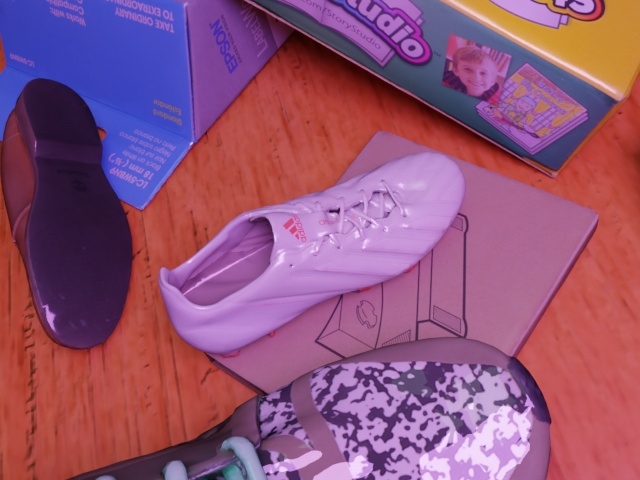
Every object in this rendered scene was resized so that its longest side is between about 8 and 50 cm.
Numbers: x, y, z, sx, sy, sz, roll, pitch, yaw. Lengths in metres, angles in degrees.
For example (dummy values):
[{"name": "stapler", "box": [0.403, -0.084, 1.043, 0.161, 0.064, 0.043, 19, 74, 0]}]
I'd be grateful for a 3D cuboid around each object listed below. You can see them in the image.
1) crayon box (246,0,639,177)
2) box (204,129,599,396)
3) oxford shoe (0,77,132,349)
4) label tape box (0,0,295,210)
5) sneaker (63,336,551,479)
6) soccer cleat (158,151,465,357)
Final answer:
[{"name": "crayon box", "box": [0.085, -0.269, 0.533, 0.362, 0.106, 0.313, 31, 68, 5]}, {"name": "box", "box": [0.048, 0.031, 0.468, 0.164, 0.021, 0.201, 27, 68, 29]}, {"name": "oxford shoe", "box": [-0.188, -0.011, 0.542, 0.076, 0.076, 0.212, -39, 55, 33]}, {"name": "label tape box", "box": [-0.145, -0.216, 0.635, 0.240, 0.106, 0.334, 24, 65, 27]}, {"name": "sneaker", "box": [-0.078, 0.149, 0.303, 0.410, 0.182, 0.158, -25, 67, -8]}, {"name": "soccer cleat", "box": [0.000, 0.000, 0.440, 0.196, 0.076, 0.068, -31, 53, -6]}]
